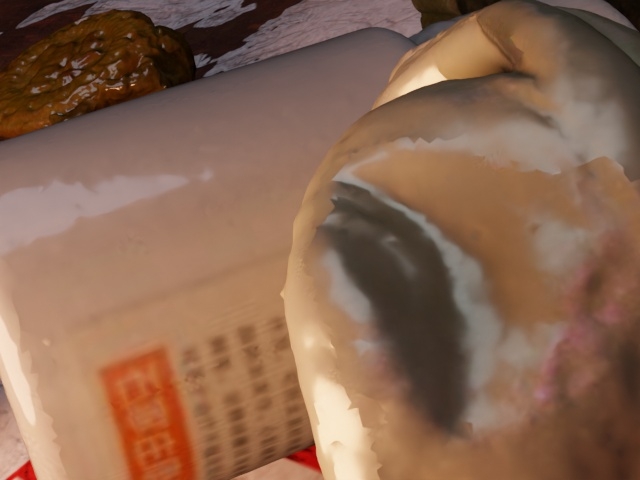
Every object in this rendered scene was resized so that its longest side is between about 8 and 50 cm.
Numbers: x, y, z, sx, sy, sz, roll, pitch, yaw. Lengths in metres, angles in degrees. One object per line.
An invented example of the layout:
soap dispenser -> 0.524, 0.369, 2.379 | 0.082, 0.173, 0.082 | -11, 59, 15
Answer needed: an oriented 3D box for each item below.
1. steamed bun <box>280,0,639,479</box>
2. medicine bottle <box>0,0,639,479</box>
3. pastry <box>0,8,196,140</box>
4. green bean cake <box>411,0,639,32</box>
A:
steamed bun -> 0.132, 0.042, 0.452 | 0.207, 0.280, 0.268 | -19, 25, 21
medicine bottle -> 0.000, 0.000, 0.676 | 0.371, 0.211, 0.211 | -19, 23, -16
pastry -> -0.247, -0.155, 1.376 | 0.240, 0.132, 0.235 | -42, 38, -17
green bean cake -> 0.171, -0.204, 1.003 | 0.183, 0.185, 0.094 | -31, 20, -15
